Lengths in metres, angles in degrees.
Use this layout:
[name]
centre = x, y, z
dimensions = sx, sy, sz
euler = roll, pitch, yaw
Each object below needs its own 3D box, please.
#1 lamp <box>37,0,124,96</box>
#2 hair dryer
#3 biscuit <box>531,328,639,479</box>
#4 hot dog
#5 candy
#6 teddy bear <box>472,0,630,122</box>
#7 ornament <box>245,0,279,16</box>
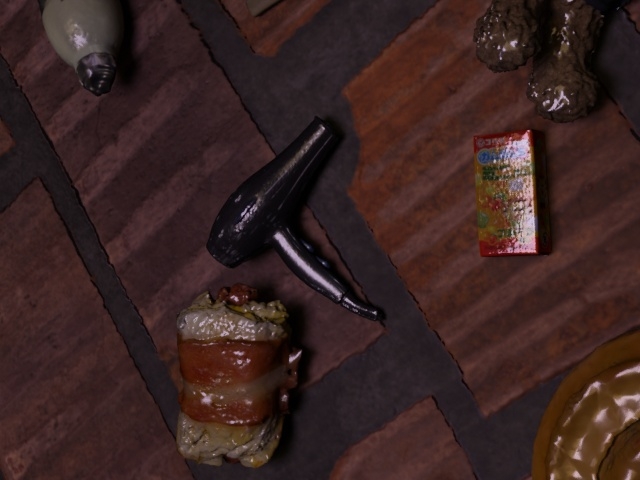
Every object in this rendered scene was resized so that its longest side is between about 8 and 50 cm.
[lamp]
centre = -0.299, -0.289, 1.173
dimensions = 0.101, 0.101, 0.250
euler = -35, 61, 27
[hair dryer]
centre = 0.000, 0.000, 1.029
dimensions = 0.219, 0.075, 0.195
euler = 45, 103, 11
[biscuit]
centre = 0.323, 0.216, 0.808
dimensions = 0.296, 0.102, 0.296
euler = 0, 89, 33
[hot dog]
centre = -0.095, 0.152, 1.060
dimensions = 0.146, 0.103, 0.213
euler = 10, 106, 9
[candy]
centre = 0.186, -0.044, 0.917
dimensions = 0.062, 0.038, 0.122
euler = -3, 89, 31
[teddy bear]
centre = 0.232, -0.245, 0.841
dimensions = 0.251, 0.182, 0.129
euler = -52, 30, 22
[ornament]
centre = -0.010, -0.344, 1.015
dimensions = 0.245, 0.061, 0.230
euler = -26, 80, 32
